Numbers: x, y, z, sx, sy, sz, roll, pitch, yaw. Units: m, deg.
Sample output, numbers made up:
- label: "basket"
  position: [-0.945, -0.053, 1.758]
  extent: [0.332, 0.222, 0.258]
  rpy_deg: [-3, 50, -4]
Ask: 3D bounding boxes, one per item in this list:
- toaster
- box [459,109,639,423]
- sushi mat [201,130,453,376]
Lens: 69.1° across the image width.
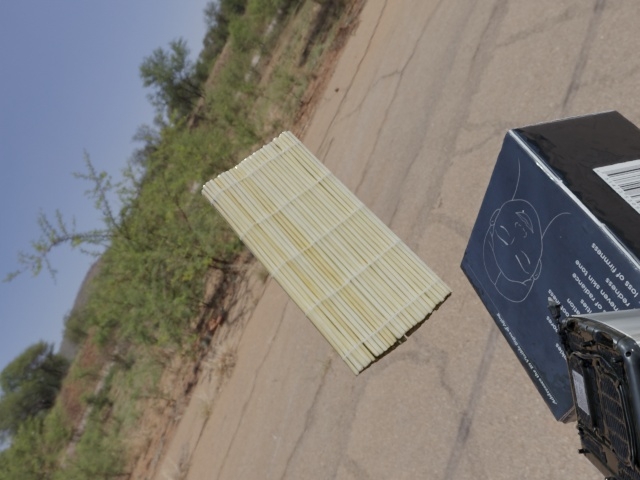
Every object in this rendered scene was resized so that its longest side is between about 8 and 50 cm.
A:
- label: "toaster"
  position: [0.316, 0.147, 0.448]
  extent: [0.168, 0.110, 0.186]
  rpy_deg: [13, -112, -82]
- label: "box"
  position: [0.588, 0.058, 1.027]
  extent: [0.472, 0.297, 0.480]
  rpy_deg: [92, 162, -49]
- label: "sushi mat"
  position: [0.000, 0.000, 0.579]
  extent: [0.151, 0.316, 0.019]
  rpy_deg: [-38, -20, -14]
